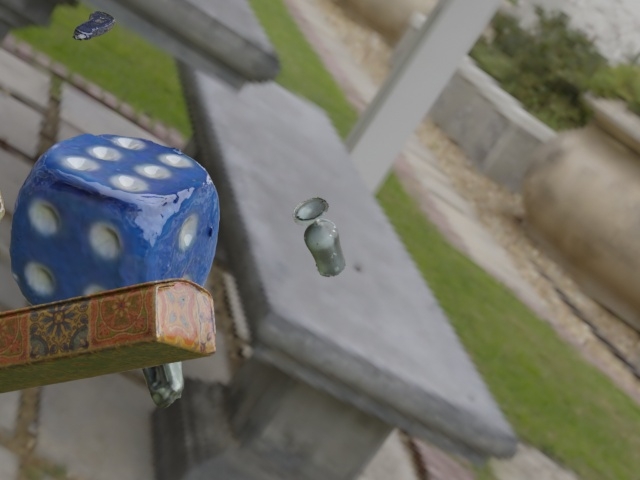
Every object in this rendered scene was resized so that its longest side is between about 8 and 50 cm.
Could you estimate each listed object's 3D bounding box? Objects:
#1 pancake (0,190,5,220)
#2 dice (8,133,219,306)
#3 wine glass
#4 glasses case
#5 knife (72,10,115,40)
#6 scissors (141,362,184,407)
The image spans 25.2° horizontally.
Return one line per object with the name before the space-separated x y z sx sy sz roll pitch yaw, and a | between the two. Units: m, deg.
pancake | -0.211 -0.039 0.733 0.115 0.011 0.115 33 16 -11
dice | -0.178 -0.005 1.263 0.146 0.146 0.143 20 26 17
wine glass | 0.000 0.000 1.445 0.042 0.039 0.083 -89 165 -50
glasses case | -0.184 0.068 0.991 0.075 0.218 0.049 26 56 -60
knife | -0.273 -0.255 1.714 0.031 0.018 0.121 22 18 2
scissors | -0.165 0.053 1.362 0.138 0.041 0.289 33 24 -34
